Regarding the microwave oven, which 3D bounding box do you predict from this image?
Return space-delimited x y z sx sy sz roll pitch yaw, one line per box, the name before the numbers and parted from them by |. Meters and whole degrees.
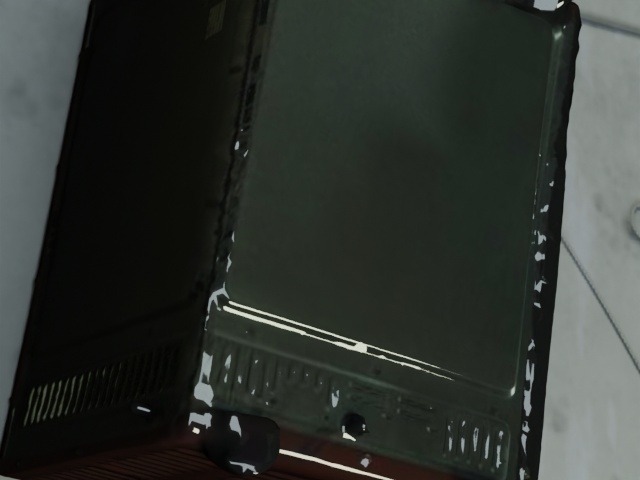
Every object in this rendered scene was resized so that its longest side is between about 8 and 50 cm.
microwave oven | -0.002 0.000 0.737 0.188 0.178 0.247 19 69 -26
